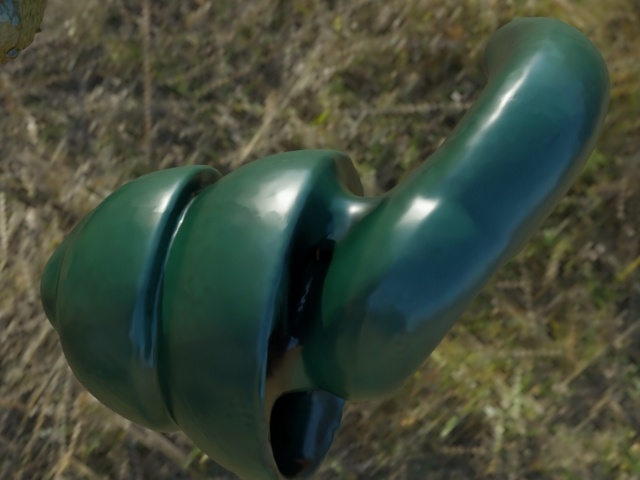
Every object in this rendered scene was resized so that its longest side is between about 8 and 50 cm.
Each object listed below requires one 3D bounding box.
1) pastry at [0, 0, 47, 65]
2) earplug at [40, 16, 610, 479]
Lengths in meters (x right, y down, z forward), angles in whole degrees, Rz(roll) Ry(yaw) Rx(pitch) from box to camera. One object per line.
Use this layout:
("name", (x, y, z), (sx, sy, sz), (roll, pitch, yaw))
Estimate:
("pastry", (-0.276, -0.171, 1.144), (0.182, 0.093, 0.192), (10, 25, 1))
("earplug", (-0.001, -0.007, 0.840), (0.280, 0.164, 0.257), (0, 75, 13))
